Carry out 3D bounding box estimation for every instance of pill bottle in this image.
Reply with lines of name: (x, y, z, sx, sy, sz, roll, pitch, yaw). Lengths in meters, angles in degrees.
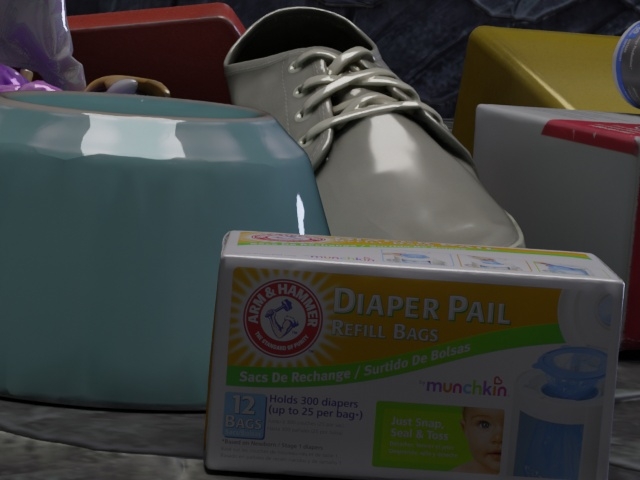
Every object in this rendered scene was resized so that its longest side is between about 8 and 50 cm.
pill bottle: (0.298, -0.136, 1.529, 0.078, 0.078, 0.137, 1, 7, -26)

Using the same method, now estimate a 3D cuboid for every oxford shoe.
oxford shoe: (0.022, -0.070, 1.426, 0.169, 0.130, 0.449, -6, 24, -14)

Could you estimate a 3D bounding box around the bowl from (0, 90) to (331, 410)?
bowl: (-0.123, -0.006, 1.214, 0.311, 0.163, 0.311, 4, 8, -1)

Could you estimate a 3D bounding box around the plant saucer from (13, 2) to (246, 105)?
plant saucer: (-0.136, -0.129, 1.773, 0.258, 0.048, 0.259, -2, -34, 28)

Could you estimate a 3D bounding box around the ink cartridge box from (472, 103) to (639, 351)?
ink cartridge box: (0.344, -0.011, 1.529, 0.384, 0.160, 0.279, 1, 7, -20)

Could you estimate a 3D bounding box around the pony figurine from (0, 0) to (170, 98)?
pony figurine: (-0.243, -0.102, 1.599, 0.351, 0.303, 0.363, 16, -9, 2)

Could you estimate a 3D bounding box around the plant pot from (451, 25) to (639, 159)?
plant pot: (0.250, -0.065, 1.783, 0.212, 0.212, 0.187, 2, 21, -19)

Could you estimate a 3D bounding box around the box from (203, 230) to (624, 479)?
box: (0.045, 0.060, 0.999, 0.203, 0.114, 0.103, 3, 7, -1)
